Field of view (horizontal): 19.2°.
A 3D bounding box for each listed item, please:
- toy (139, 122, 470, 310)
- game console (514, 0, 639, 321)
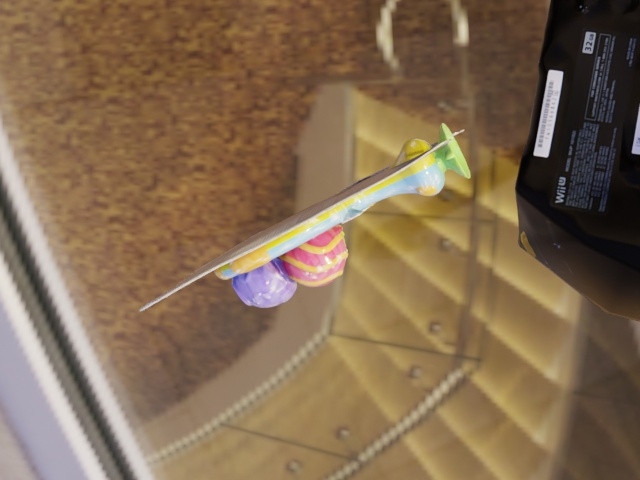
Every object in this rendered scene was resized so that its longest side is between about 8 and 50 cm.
[{"bbox_3d":[0.000,0.000,1.316,0.237,0.137,0.056,-31,91,12],"label":"toy"},{"bbox_3d":[0.198,-0.136,0.638,0.044,0.213,0.361,5,97,-70],"label":"game console"}]
